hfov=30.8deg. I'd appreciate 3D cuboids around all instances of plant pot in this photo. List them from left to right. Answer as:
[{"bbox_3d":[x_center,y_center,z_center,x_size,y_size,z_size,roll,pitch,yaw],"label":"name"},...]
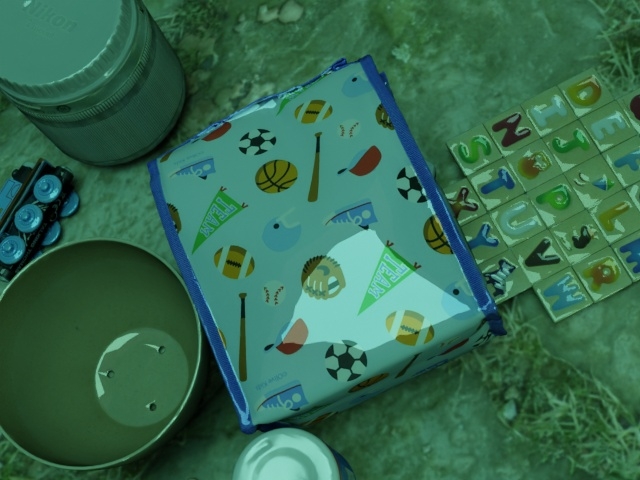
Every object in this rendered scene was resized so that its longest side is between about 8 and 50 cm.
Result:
[{"bbox_3d":[-0.257,0.158,1.475,0.284,0.191,0.284,-4,72,12],"label":"plant pot"}]

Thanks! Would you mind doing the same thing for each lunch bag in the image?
[{"bbox_3d":[0.000,0.000,1.404,0.328,0.239,0.385,-27,74,3],"label":"lunch bag"}]

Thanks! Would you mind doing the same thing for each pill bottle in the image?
[{"bbox_3d":[-0.021,0.297,1.372,0.124,0.221,0.124,-3,72,9],"label":"pill bottle"}]

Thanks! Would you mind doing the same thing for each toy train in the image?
[{"bbox_3d":[-0.420,-0.032,1.631,0.105,0.080,0.184,23,78,23],"label":"toy train"}]

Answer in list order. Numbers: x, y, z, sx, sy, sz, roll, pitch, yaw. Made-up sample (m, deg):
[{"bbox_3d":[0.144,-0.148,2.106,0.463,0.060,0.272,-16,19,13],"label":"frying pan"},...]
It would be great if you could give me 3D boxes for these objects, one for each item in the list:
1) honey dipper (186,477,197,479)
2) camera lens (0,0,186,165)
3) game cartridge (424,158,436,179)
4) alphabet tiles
[{"bbox_3d":[-0.107,0.347,1.476,0.160,0.030,0.030,30,80,21],"label":"honey dipper"},{"bbox_3d":[-0.317,-0.240,1.571,0.219,0.274,0.219,-3,72,10],"label":"camera lens"},{"bbox_3d":[0.018,-0.007,1.554,0.198,0.062,0.297,31,80,14],"label":"game cartridge"},{"bbox_3d":[0.332,-0.064,1.516,0.342,0.011,0.285,-27,72,-4],"label":"alphabet tiles"}]
